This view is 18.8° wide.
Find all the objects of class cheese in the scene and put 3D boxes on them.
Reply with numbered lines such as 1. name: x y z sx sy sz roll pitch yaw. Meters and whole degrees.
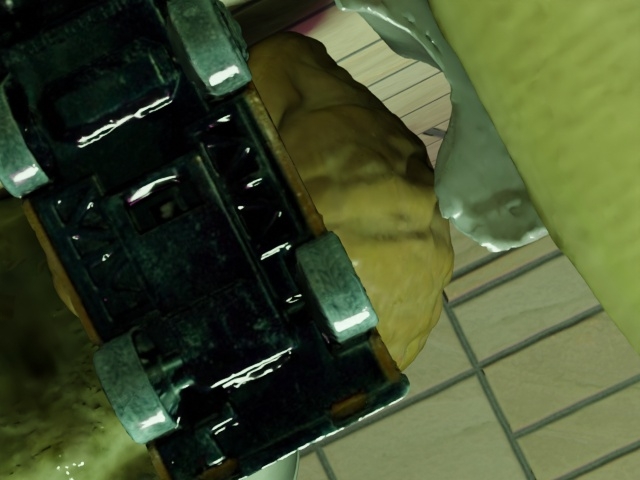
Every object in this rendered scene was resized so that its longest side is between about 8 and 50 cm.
1. cheese: 0.194 -0.089 0.765 0.265 0.243 0.124 -24 176 -39

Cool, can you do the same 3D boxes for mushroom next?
1. mushroom: -0.132 0.069 1.047 0.344 0.247 0.130 -22 137 -21

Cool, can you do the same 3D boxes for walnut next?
1. walnut: -0.034 -0.002 0.921 0.213 0.213 0.213 -26 177 -2

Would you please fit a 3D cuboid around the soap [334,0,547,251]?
1. soap: 0.153 -0.111 0.851 0.257 0.159 0.302 -25 179 8

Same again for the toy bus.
1. toy bus: -0.049 -0.020 0.621 0.091 0.182 0.103 -27 -175 1

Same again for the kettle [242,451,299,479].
1. kettle: -0.119 0.154 1.517 0.205 0.265 0.318 6 159 1
